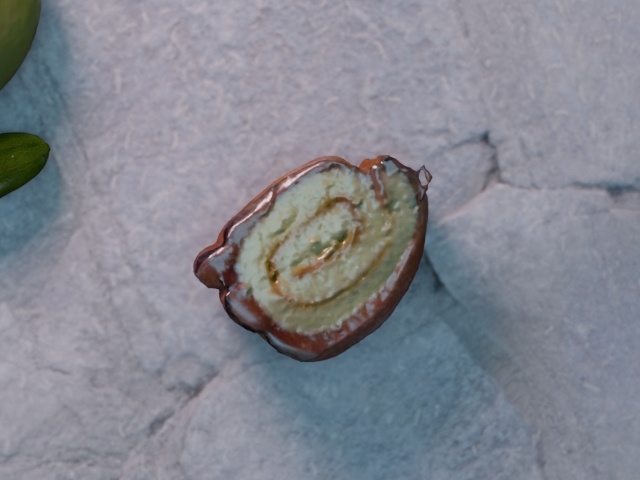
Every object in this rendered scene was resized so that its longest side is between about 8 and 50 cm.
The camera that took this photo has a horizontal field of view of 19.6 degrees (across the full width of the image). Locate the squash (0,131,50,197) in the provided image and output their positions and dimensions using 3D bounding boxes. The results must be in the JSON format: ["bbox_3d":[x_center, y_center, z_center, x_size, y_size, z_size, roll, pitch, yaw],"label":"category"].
[{"bbox_3d":[-0.385,-0.038,1.828,0.258,0.069,0.069,-31,98,-7],"label":"squash"}]

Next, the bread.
[{"bbox_3d":[0.009,0.009,1.873,0.244,0.123,0.190,-41,101,-5],"label":"bread"}]

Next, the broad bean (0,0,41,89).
[{"bbox_3d":[-0.386,-0.245,1.788,0.238,0.119,0.291,23,90,-11],"label":"broad bean"}]
